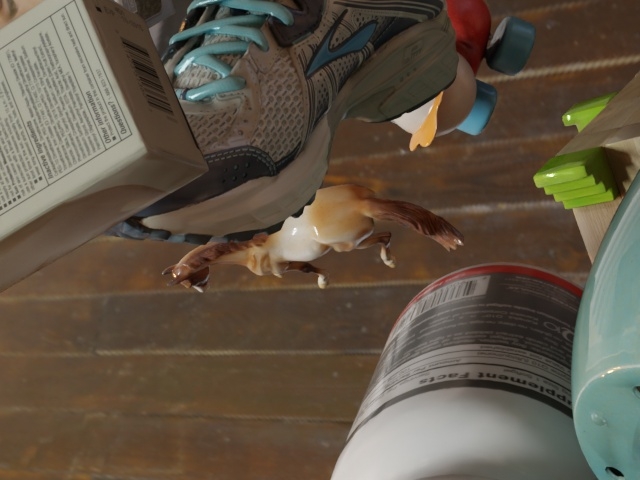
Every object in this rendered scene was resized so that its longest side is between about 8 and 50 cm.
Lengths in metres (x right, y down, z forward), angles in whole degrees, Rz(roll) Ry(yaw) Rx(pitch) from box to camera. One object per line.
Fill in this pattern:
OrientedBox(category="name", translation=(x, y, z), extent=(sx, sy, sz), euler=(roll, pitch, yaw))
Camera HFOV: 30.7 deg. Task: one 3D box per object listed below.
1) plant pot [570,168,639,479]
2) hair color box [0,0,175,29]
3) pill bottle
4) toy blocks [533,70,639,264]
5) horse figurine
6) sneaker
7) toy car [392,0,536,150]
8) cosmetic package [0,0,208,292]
OrientedBox(category="plant pot", translation=(0.273, 0.055, 0.614), extent=(0.293, 0.293, 0.235), euler=(18, 53, 40))
OrientedBox(category="hair color box", translation=(-0.338, -0.253, 1.039), extent=(0.374, 0.185, 0.113), euler=(-6, 20, 16))
OrientedBox(category="pill bottle", translation=(0.119, 0.170, 0.824), extent=(0.210, 0.210, 0.363), euler=(-29, 11, 22))
OrientedBox(category="toy blocks", translation=(0.360, -0.022, 1.126), extent=(0.191, 0.381, 0.261), euler=(-12, 107, 37))
OrientedBox(category="horse figurine", translation=(0.000, 0.000, 1.137), extent=(0.263, 0.174, 0.066), euler=(-17, 68, 25))
OrientedBox(category="sneaker", translation=(-0.030, -0.098, 0.558), extent=(0.110, 0.122, 0.283), euler=(12, 35, 28))
OrientedBox(category="toy car", translation=(0.129, -0.187, 1.447), extent=(0.238, 0.219, 0.210), euler=(-77, 11, -45))
OrientedBox(category="cosmetic package", translation=(-0.099, -0.021, 0.356), extent=(0.115, 0.041, 0.060), euler=(-28, 75, 16))
